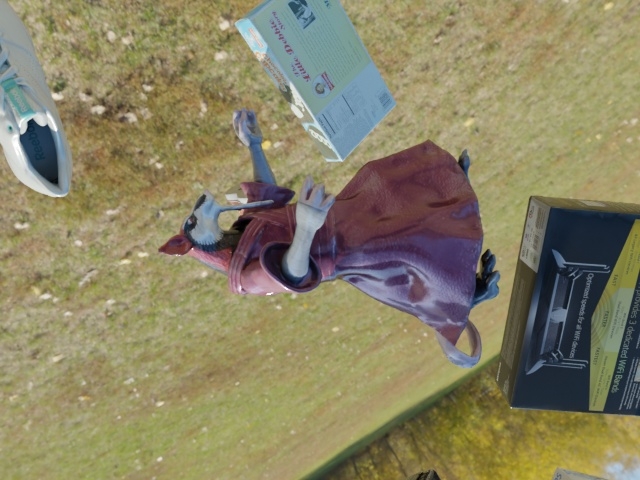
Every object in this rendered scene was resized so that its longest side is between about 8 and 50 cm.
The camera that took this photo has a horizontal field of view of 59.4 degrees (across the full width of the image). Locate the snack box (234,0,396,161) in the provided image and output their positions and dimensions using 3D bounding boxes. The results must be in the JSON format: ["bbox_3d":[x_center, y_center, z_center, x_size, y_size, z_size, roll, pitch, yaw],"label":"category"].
[{"bbox_3d":[0.003,-0.334,1.081,0.187,0.060,0.322,-47,121,-20],"label":"snack box"}]

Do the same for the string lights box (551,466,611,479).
[{"bbox_3d":[0.483,0.466,0.866,0.133,0.260,0.076,19,95,-17],"label":"string lights box"}]

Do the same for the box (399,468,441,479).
[{"bbox_3d":[-0.072,0.223,0.257,0.270,0.060,0.216,-35,170,26],"label":"box"}]

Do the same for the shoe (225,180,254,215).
[{"bbox_3d":[-0.123,-0.067,1.071,0.063,0.081,0.178,-37,-161,-19],"label":"shoe"}]

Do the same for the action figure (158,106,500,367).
[{"bbox_3d":[0.000,0.000,0.663,0.370,0.248,0.275,-7,124,-2],"label":"action figure"}]

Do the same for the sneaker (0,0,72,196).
[{"bbox_3d":[-0.273,-0.134,0.493,0.080,0.094,0.212,-32,125,-20],"label":"sneaker"}]

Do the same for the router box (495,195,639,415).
[{"bbox_3d":[0.407,0.098,0.815,0.243,0.308,0.081,5,-164,-2],"label":"router box"}]
